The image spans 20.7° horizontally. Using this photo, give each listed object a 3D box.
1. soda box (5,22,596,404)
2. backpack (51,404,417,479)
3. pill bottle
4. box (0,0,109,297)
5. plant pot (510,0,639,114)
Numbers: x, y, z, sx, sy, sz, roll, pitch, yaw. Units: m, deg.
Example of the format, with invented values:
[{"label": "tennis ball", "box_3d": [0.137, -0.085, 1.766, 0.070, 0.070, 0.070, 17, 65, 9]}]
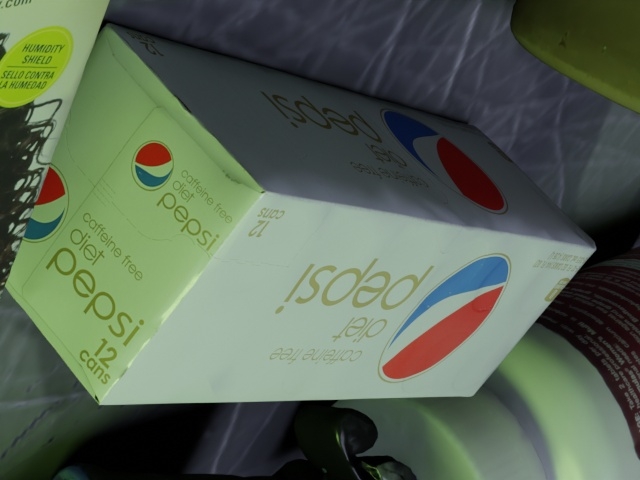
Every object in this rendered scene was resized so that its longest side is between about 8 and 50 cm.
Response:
[{"label": "soda box", "box_3d": [0.000, 0.000, 0.521, 0.074, 0.069, 0.216, -51, 155, 17]}, {"label": "backpack", "box_3d": [-0.057, 0.233, 0.579, 0.213, 0.263, 0.276, -5, 138, -30]}, {"label": "pill bottle", "box_3d": [0.105, 0.079, 0.740, 0.221, 0.121, 0.121, -18, 145, -42]}, {"label": "box", "box_3d": [-0.082, -0.060, 0.316, 0.087, 0.058, 0.232, -19, 145, -42]}, {"label": "plant pot", "box_3d": [0.214, -0.116, 0.491, 0.263, 0.263, 0.229, 2, 111, -57]}]
